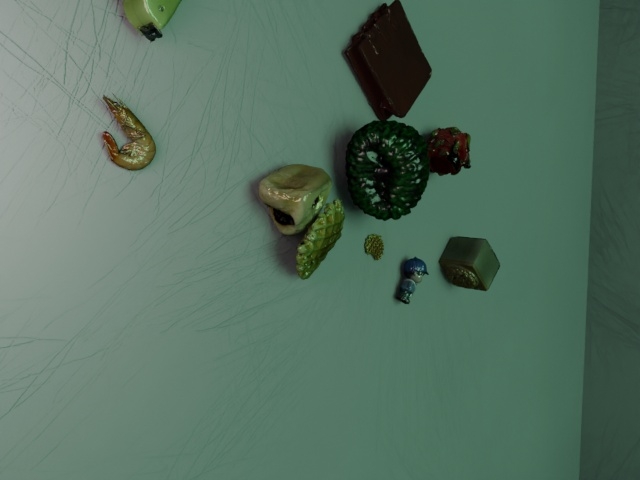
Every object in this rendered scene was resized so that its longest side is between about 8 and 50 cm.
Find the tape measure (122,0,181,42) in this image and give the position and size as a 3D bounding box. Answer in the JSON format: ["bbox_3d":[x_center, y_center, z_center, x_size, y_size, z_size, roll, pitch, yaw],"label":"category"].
[{"bbox_3d":[-0.328,-0.525,1.096,0.175,0.106,0.199,48,58,-41],"label":"tape measure"}]

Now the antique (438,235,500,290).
[{"bbox_3d":[0.525,0.087,1.996,0.152,0.147,0.147,52,60,-34],"label":"antique"}]

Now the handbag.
[{"bbox_3d":[0.209,-0.529,1.667,0.275,0.084,0.260,52,59,-34],"label":"handbag"}]

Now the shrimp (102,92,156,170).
[{"bbox_3d":[-0.393,-0.208,1.112,0.095,0.045,0.162,-41,128,-12],"label":"shrimp"}]

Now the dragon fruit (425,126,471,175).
[{"bbox_3d":[0.427,-0.299,1.861,0.167,0.160,0.172,30,60,2],"label":"dragon fruit"}]

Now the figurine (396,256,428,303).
[{"bbox_3d":[0.291,0.129,1.817,0.087,0.086,0.149,30,81,-1],"label":"figurine"}]

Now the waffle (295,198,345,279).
[{"bbox_3d":[0.000,0.000,1.445,0.214,0.054,0.207,-54,167,-24],"label":"waffle"}]

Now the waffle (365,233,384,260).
[{"bbox_3d":[0.164,0.019,1.711,0.085,0.016,0.078,17,77,-46],"label":"waffle"}]

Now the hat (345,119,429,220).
[{"bbox_3d":[0.205,-0.225,1.624,0.332,0.243,0.273,-47,151,-60],"label":"hat"}]

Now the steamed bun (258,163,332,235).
[{"bbox_3d":[-0.060,-0.088,1.391,0.172,0.141,0.155,-39,142,-43],"label":"steamed bun"}]
